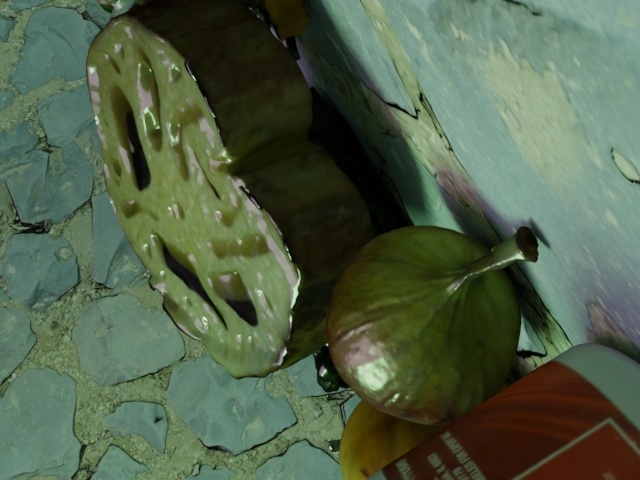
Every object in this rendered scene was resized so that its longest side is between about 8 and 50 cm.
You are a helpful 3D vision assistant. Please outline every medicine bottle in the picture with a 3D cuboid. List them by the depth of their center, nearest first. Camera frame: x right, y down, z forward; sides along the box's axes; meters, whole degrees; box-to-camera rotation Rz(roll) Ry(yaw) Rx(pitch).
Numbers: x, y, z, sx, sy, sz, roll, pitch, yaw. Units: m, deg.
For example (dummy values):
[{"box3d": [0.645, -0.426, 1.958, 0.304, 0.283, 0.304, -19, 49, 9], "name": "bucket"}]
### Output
[{"box3d": [0.144, 0.225, 0.564, 0.253, 0.240, 0.252, 58, 176, 7], "name": "medicine bottle"}]

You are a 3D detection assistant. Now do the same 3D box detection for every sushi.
[{"box3d": [0.000, 0.000, 1.132, 0.352, 0.178, 0.294, 59, 178, 9], "name": "sushi"}]

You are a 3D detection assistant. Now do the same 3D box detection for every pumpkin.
[{"box3d": [-0.050, -0.230, 0.827, 0.074, 0.054, 0.083, 61, -177, 29], "name": "pumpkin"}]

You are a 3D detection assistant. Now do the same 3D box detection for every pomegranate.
[{"box3d": [0.136, 0.231, 0.936, 0.233, 0.233, 0.233, 58, 176, 6], "name": "pomegranate"}]

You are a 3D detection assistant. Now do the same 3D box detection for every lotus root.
[{"box3d": [-0.112, -0.046, 0.920, 0.374, 0.111, 0.391, -4, 112, 53], "name": "lotus root"}]

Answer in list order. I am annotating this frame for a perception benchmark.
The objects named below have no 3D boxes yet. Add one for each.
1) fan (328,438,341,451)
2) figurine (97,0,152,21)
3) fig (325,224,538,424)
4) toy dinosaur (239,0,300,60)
[{"box3d": [0.162, 0.297, 1.300, 0.223, 0.012, 0.294, 46, -143, 10], "name": "fan"}, {"box3d": [-0.279, -0.372, 1.483, 0.281, 0.167, 0.370, 6, -136, -53], "name": "figurine"}, {"box3d": [0.105, 0.041, 0.703, 0.143, 0.231, 0.160, -12, -117, -47], "name": "fig"}, {"box3d": [-0.084, -0.245, 1.110, 0.383, 0.076, 0.129, 39, 160, 45], "name": "toy dinosaur"}]
